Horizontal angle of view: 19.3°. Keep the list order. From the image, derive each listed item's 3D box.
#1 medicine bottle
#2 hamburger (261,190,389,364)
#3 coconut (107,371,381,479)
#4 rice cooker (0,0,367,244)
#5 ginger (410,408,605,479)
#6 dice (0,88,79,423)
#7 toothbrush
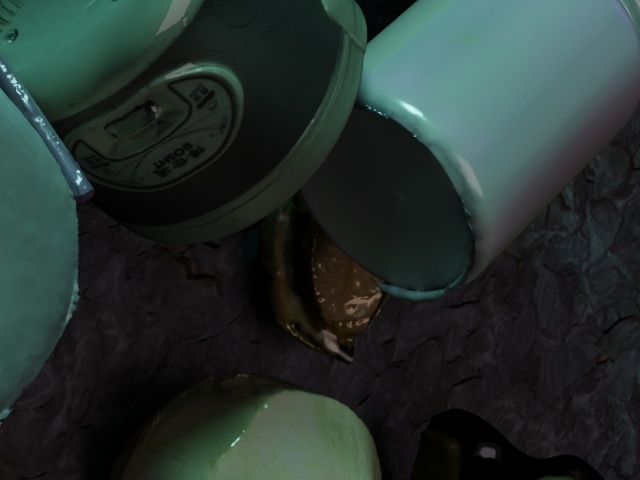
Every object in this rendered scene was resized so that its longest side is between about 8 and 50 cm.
[{"bbox_3d":[0.158,-0.137,1.676,0.379,0.213,0.213,-43,129,-33],"label":"medicine bottle"},{"bbox_3d":[0.000,0.000,1.796,0.155,0.135,0.207,13,103,-29],"label":"hamburger"},{"bbox_3d":[-0.057,0.241,1.676,0.259,0.259,0.259,-16,111,-46],"label":"coconut"},{"bbox_3d":[-0.130,-0.154,1.476,0.277,0.288,0.288,43,67,-47],"label":"rice cooker"},{"bbox_3d":[0.174,0.404,1.898,0.211,0.358,0.413,-38,130,-43],"label":"ginger"},{"bbox_3d":[-0.348,-0.001,1.267,0.264,0.262,0.268,-55,137,-24],"label":"dice"},{"bbox_3d":[-0.267,-0.169,1.335,0.029,0.024,0.354,-30,80,-30],"label":"toothbrush"}]
